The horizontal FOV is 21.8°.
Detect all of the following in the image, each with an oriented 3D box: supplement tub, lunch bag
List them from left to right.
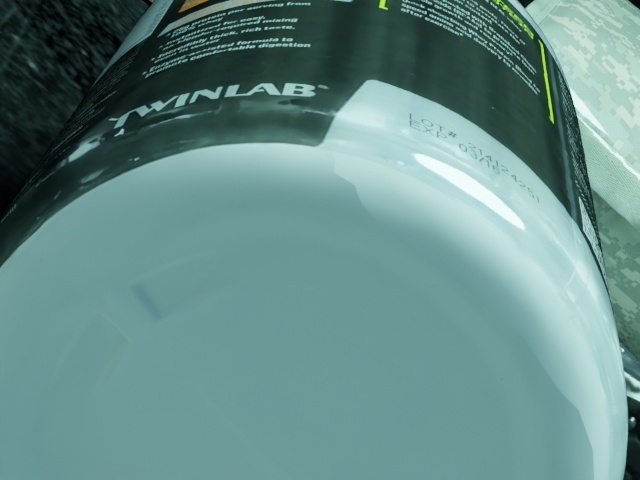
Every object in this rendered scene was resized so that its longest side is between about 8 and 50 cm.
[{"bbox_3d":[0.000,0.000,0.583,0.193,0.193,0.316,40,21,-11],"label":"supplement tub"},{"bbox_3d":[0.190,-0.045,1.080,0.235,0.169,0.287,45,15,2],"label":"lunch bag"}]

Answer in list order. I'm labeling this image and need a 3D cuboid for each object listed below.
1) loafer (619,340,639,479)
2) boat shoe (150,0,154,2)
[{"bbox_3d":[0.132,0.071,0.868,0.223,0.076,0.078,42,27,5],"label":"loafer"},{"bbox_3d":[-0.057,-0.175,0.978,0.285,0.104,0.089,46,13,-25],"label":"boat shoe"}]
